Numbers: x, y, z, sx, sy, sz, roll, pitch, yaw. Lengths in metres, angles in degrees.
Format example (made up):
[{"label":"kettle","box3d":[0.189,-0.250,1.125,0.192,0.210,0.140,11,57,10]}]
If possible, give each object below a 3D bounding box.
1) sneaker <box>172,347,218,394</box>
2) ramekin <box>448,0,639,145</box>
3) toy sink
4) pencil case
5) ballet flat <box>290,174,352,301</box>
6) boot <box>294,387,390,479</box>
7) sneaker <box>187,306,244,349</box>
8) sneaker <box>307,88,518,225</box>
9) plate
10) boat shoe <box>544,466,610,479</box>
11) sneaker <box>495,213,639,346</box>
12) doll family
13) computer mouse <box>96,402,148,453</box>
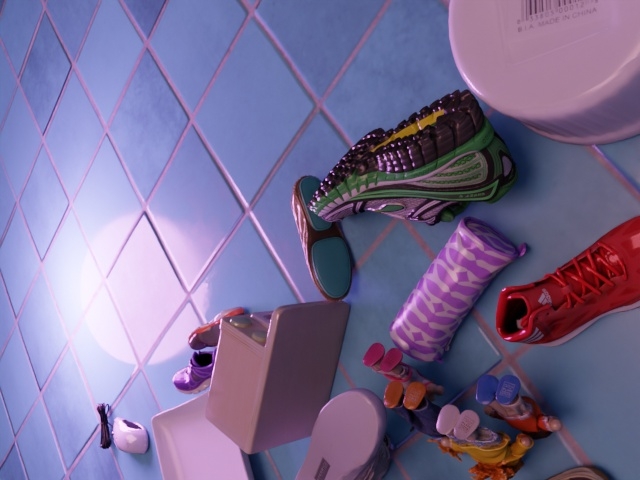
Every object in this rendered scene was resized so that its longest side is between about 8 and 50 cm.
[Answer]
[{"label":"sneaker","box3d":[-0.224,0.234,1.236,0.170,0.071,0.068,-29,34,35]},{"label":"ramekin","box3d":[0.272,-0.246,0.708,0.277,0.135,0.277,2,92,45]},{"label":"toy sink","box3d":[-0.072,0.187,1.041,0.131,0.153,0.234,24,108,42]},{"label":"pencil case","box3d":[0.169,0.069,0.852,0.088,0.086,0.206,30,118,3]},{"label":"ballet flat","box3d":[0.000,0.000,1.039,0.067,0.073,0.206,134,127,-66]},{"label":"boot","box3d":[0.053,0.287,0.932,0.095,0.123,0.258,46,129,28]},{"label":"sneaker","box3d":[-0.190,0.180,1.222,0.158,0.061,0.065,-38,72,39]},{"label":"sneaker","box3d":[0.105,-0.067,0.877,0.146,0.134,0.343,47,153,-17]},{"label":"plate","box3d":[-0.210,0.437,1.254,0.277,0.045,0.278,-32,69,39]},{"label":"boat shoe","box3d":[0.245,0.336,0.786,0.223,0.073,0.080,-44,64,36]},{"label":"sneaker","box3d":[0.281,0.051,0.708,0.221,0.128,0.087,-52,57,32]},{"label":"doll family","box3d":[0.162,0.228,0.817,0.263,0.163,0.118,9,65,44]},{"label":"computer mouse","box3d":[-0.455,0.435,1.496,0.193,0.042,0.106,0,90,45]}]
